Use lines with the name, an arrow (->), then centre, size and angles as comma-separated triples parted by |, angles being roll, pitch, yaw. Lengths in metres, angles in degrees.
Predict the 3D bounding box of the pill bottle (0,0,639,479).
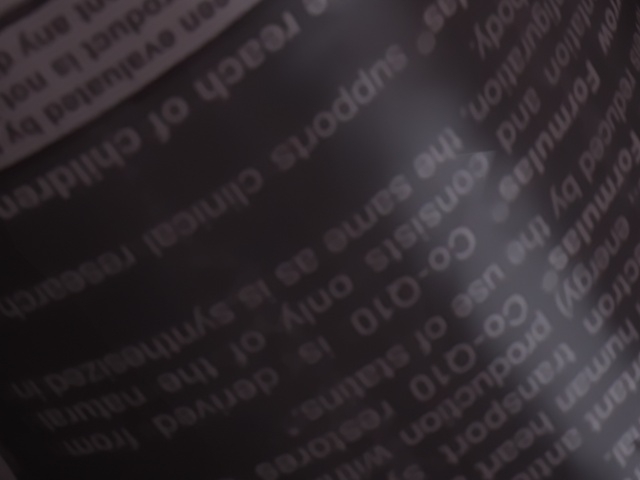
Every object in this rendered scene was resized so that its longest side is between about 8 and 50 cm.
pill bottle -> 0.000, 0.000, 0.461 | 0.361, 0.204, 0.204 | 54, 42, -30
